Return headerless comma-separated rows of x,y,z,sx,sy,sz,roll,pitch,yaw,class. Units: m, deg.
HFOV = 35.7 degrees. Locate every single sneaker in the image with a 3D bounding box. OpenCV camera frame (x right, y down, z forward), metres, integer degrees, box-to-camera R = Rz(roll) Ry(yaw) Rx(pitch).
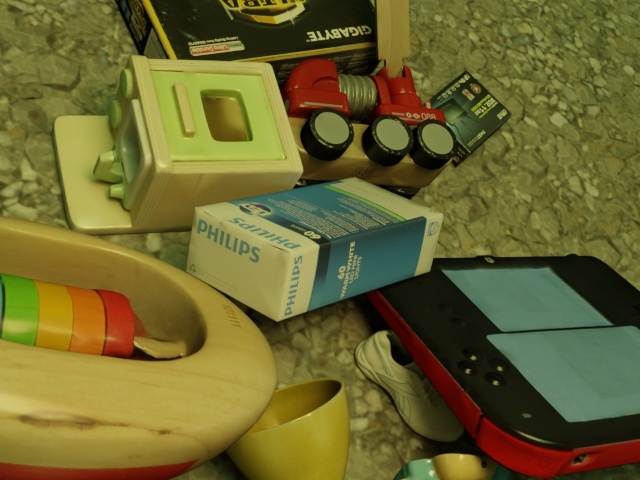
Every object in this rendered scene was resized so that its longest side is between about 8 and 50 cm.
0.105,0.162,1.100,0.152,0.061,0.054,45,50,4,sneaker

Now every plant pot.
-0.025,0.206,0.980,0.134,0.134,0.095,-24,99,-35,plant pot

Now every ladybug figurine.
-0.256,0.105,0.857,0.450,0.161,0.305,15,24,-28,ladybug figurine

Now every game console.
0.270,0.115,1.115,0.387,0.060,0.342,0,35,-30,game console

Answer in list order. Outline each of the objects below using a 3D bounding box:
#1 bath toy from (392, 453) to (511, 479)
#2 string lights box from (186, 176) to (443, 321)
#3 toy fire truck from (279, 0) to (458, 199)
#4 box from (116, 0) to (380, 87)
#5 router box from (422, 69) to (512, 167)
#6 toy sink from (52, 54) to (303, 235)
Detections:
0.148,0.380,0.927,0.129,0.151,0.348,2,61,-13,bath toy
0.000,0.000,1.054,0.133,0.076,0.260,26,25,34,string lights box
0.048,-0.193,1.223,0.217,0.158,0.246,3,62,-24,toy fire truck
-0.100,-0.318,1.290,0.322,0.079,0.257,-14,66,-32,box
0.194,-0.169,1.362,0.092,0.038,0.122,45,52,5,router box
-0.160,-0.107,1.093,0.234,0.131,0.152,-3,61,-26,toy sink
